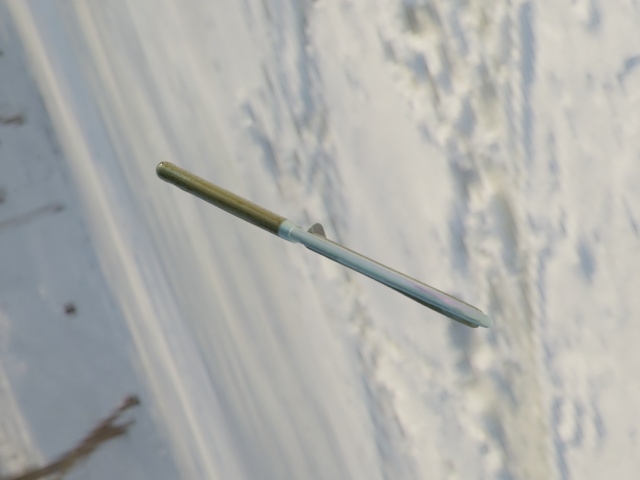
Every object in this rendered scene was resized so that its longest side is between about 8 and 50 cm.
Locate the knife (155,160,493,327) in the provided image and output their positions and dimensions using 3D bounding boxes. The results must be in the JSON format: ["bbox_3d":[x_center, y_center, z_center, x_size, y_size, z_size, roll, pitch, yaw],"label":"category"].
[{"bbox_3d":[0.000,0.000,1.543,0.343,0.027,0.061,25,178,26],"label":"knife"}]
